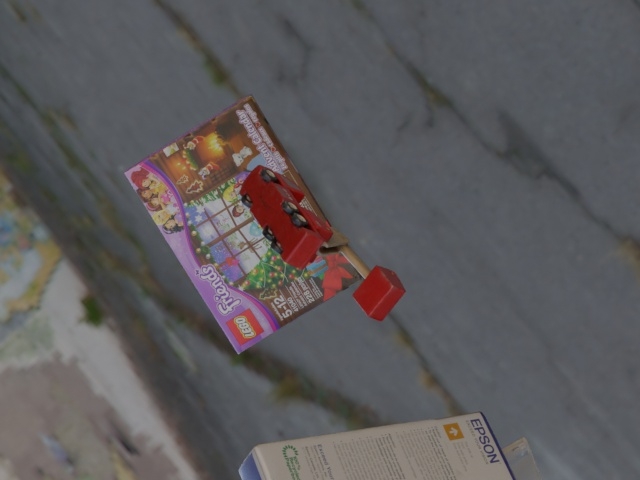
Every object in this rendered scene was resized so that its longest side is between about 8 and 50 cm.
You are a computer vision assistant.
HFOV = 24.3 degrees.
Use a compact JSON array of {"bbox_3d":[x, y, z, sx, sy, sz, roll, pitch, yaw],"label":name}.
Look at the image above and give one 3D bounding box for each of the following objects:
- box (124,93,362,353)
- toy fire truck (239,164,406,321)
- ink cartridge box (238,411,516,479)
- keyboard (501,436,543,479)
[{"bbox_3d":[-0.102,-0.022,2.008,0.293,0.201,0.057,58,-178,-8],"label":"box"},{"bbox_3d":[0.000,0.000,1.638,0.135,0.047,0.192,23,-158,-40],"label":"toy fire truck"},{"bbox_3d":[0.108,0.367,1.709,0.071,0.330,0.324,-57,47,44],"label":"ink cartridge box"},{"bbox_3d":[0.174,0.346,1.933,0.014,0.256,0.072,27,141,65],"label":"keyboard"}]
